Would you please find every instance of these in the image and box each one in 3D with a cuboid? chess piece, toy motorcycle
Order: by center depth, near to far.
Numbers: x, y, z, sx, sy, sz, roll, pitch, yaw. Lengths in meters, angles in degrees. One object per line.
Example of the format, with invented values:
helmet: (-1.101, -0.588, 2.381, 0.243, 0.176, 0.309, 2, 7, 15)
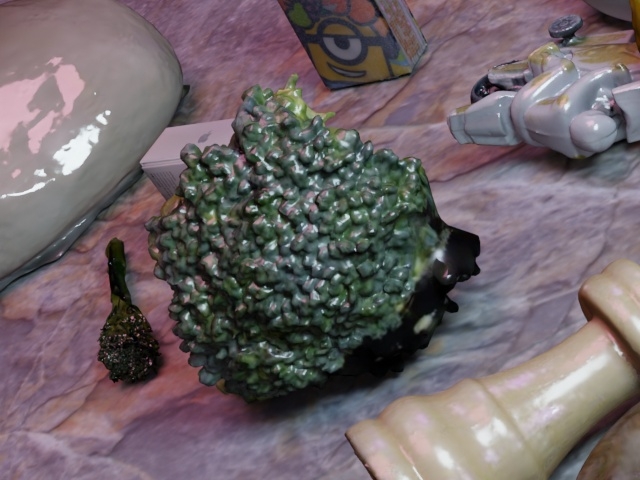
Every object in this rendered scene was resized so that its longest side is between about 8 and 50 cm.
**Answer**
chess piece: (0.207, 0.056, 1.154, 0.397, 0.117, 0.117, -34, 28, -3)
toy motorcycle: (0.209, -0.113, 1.445, 0.228, 0.074, 0.151, -6, 33, 27)

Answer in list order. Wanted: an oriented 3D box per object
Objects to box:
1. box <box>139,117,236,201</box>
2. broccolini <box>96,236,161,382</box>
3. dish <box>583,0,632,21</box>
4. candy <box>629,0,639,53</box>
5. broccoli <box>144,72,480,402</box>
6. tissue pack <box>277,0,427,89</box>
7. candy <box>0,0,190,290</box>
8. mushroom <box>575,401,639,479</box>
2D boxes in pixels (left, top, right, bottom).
box: (-0.064, -0.037, 1.551, 0.129, 0.130, 0.051, -5, 42, 42)
broccolini: (-0.178, 0.054, 1.627, 0.239, 0.051, 0.054, -114, 37, -63)
dish: (0.292, -0.328, 1.523, 0.273, 0.134, 0.273, -14, 59, 25)
candy: (0.350, -0.186, 1.339, 0.260, 0.118, 0.260, -15, 36, 11)
broccoli: (0.000, 0.000, 1.390, 0.247, 0.263, 0.243, 8, 26, 7)
tissue pack: (0.021, -0.221, 1.725, 0.108, 0.148, 0.060, -8, 33, 39)
candy: (-0.361, -0.097, 1.911, 0.386, 0.186, 0.427, 9, 54, 47)
mushroom: (0.226, 0.136, 0.933, 0.226, 0.178, 0.226, -26, 29, 16)
